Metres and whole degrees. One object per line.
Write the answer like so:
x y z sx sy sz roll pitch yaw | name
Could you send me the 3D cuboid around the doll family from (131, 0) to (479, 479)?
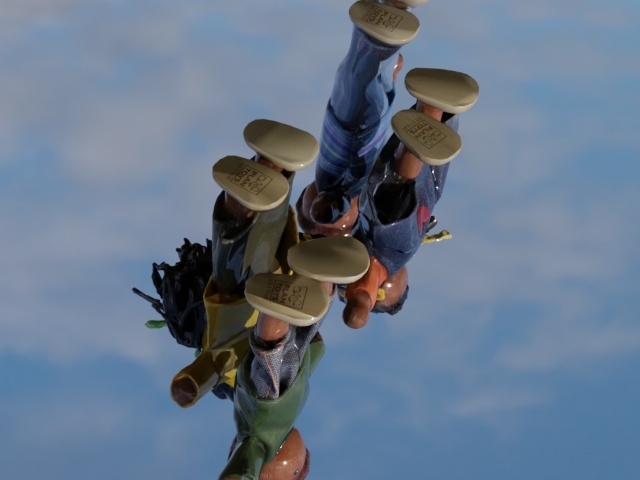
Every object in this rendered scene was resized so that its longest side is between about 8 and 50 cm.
0.000 0.000 0.614 0.076 0.111 0.193 27 -131 17 | doll family
